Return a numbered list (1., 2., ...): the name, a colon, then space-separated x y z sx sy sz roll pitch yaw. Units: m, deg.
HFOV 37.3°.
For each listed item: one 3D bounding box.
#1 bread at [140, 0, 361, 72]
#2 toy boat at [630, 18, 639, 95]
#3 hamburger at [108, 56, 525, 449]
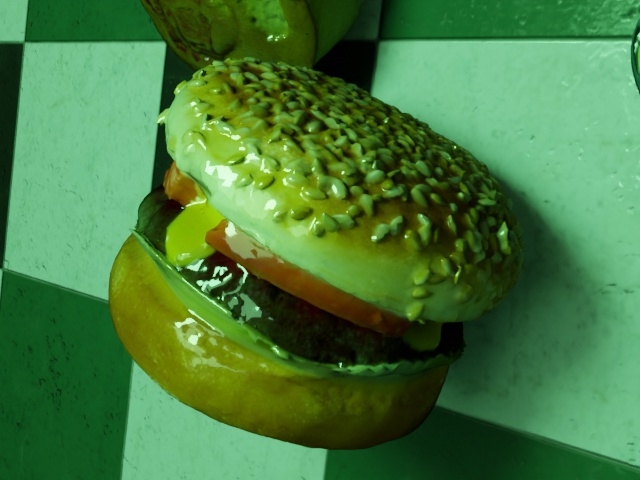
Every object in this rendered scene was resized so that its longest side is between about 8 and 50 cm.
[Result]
1. bread: -0.091 -0.273 0.963 0.270 0.148 0.270 31 150 21
2. toy boat: 0.306 -0.081 0.687 0.093 0.103 0.246 -49 55 31
3. hamburger: 0.000 0.000 0.816 0.330 0.330 0.250 40 120 36
